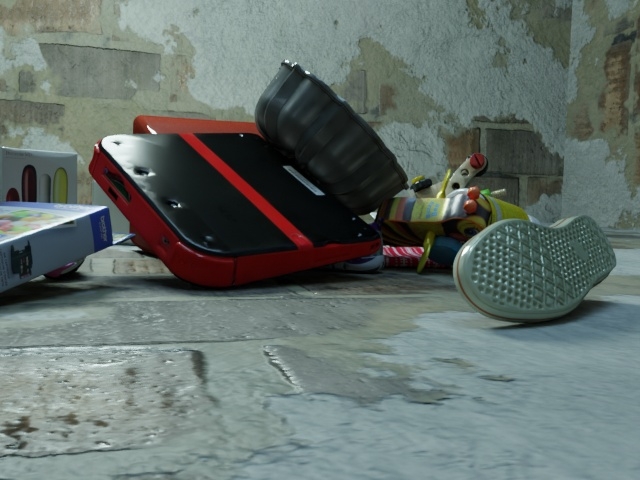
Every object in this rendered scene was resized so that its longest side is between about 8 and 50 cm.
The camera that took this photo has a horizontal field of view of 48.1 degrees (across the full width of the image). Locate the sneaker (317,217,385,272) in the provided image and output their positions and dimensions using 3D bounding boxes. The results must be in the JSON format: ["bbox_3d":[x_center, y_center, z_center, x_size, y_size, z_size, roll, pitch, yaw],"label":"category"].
[{"bbox_3d":[0.000,0.000,1.221,0.224,0.098,0.083,3,4,10],"label":"sneaker"}]

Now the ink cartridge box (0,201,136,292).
[{"bbox_3d":[-0.392,0.004,0.866,0.186,0.065,0.311,4,14,23],"label":"ink cartridge box"}]

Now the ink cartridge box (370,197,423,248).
[{"bbox_3d":[0.211,-0.042,1.632,0.115,0.067,0.198,-1,29,-31],"label":"ink cartridge box"}]

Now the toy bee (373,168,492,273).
[{"bbox_3d":[0.227,-0.044,1.224,0.299,0.195,0.162,-10,-34,9],"label":"toy bee"}]

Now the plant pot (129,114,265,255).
[{"bbox_3d":[-0.223,-0.086,1.393,0.268,0.267,0.236,1,17,-19],"label":"plant pot"}]

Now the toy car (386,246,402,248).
[{"bbox_3d":[0.178,-0.005,1.721,0.041,0.060,0.122,34,-1,-21],"label":"toy car"}]

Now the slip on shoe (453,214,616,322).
[{"bbox_3d":[0.248,0.038,0.849,0.101,0.123,0.331,-36,-16,36],"label":"slip on shoe"}]

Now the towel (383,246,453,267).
[{"bbox_3d":[0.145,0.029,1.376,0.275,0.031,0.199,1,5,-8],"label":"towel"}]

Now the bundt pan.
[{"bbox_3d":[0.004,-0.169,1.323,0.331,0.124,0.331,44,-4,3],"label":"bundt pan"}]

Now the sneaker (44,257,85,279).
[{"bbox_3d":[-0.377,0.023,1.053,0.063,0.074,0.170,18,22,-17],"label":"sneaker"}]

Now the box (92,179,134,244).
[{"bbox_3d":[-0.424,-0.071,1.710,0.127,0.148,0.232,4,5,17],"label":"box"}]

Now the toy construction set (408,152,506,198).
[{"bbox_3d":[0.324,-0.061,1.745,0.237,0.257,0.309,-15,13,6],"label":"toy construction set"}]

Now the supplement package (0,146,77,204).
[{"bbox_3d":[-0.640,-0.092,1.526,0.149,0.203,0.194,4,5,30],"label":"supplement package"}]

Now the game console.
[{"bbox_3d":[-0.142,-0.066,1.124,0.342,0.060,0.386,-7,37,-40],"label":"game console"}]

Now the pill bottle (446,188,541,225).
[{"bbox_3d":[0.334,-0.022,1.395,0.209,0.119,0.119,14,-4,-37],"label":"pill bottle"}]
